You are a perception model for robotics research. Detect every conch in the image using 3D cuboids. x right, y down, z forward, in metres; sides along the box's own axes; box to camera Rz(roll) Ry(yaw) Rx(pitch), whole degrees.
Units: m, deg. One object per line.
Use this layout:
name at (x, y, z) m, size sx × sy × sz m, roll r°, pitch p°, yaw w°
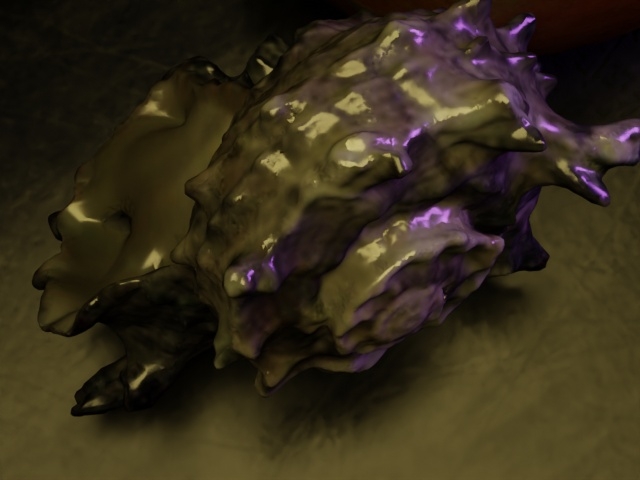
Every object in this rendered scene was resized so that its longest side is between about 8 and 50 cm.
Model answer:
conch at (-0.007, -0.006, 0.688) m, size 0.313 × 0.240 × 0.186 m, roll -13°, pitch 99°, yaw 28°

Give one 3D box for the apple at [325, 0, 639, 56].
apple at (0.102, -0.250, 0.734) m, size 0.319 × 0.277 × 0.319 m, roll 1°, pitch 75°, yaw -2°
